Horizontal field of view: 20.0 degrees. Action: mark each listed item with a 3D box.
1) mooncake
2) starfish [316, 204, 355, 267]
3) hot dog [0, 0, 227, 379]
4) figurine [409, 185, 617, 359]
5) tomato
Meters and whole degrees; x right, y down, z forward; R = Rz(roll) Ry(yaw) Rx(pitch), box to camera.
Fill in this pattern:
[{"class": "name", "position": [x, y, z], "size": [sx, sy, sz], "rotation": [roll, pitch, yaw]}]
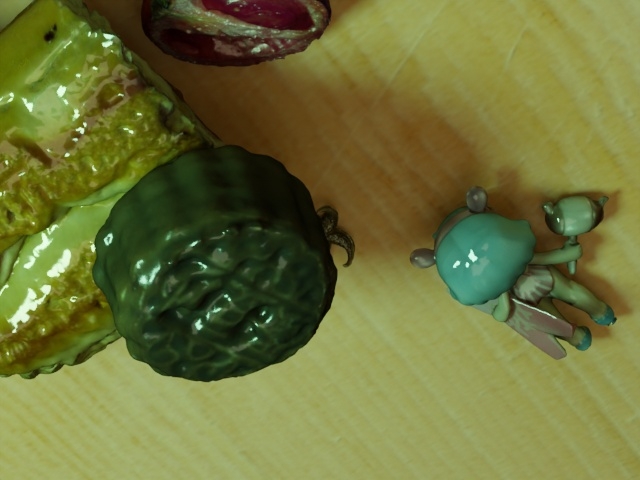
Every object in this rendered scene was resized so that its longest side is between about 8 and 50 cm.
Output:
[{"class": "mooncake", "position": [-0.097, 0.031, 1.734], "size": [0.228, 0.124, 0.228], "rotation": [-13, 133, -14]}, {"class": "starfish", "position": [0.000, 0.000, 1.960], "size": [0.078, 0.028, 0.091], "rotation": [8, 122, -3]}, {"class": "hot dog", "position": [-0.274, -0.027, 1.820], "size": [0.365, 0.196, 0.367], "rotation": [-39, 123, 4]}, {"class": "figurine", "position": [0.236, 0.033, 1.959], "size": [0.260, 0.103, 0.205], "rotation": [34, 114, -32]}, {"class": "tomato", "position": [-0.080, -0.247, 1.773], "size": [0.173, 0.099, 0.189], "rotation": [9, 160, -27]}]
